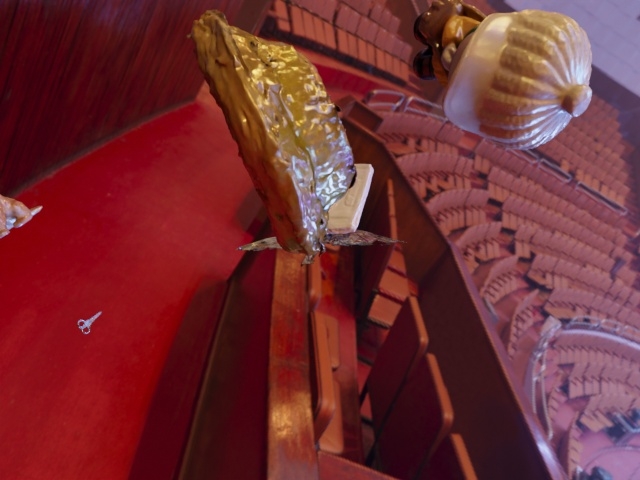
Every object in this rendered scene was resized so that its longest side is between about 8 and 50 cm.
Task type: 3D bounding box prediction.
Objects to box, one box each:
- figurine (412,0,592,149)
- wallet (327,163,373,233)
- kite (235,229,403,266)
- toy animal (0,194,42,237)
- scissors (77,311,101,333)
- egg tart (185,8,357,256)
[{"bbox_3d":[0.259,-0.263,0.742,0.205,0.185,0.332,-6,36,5],"label":"figurine"},{"bbox_3d":[0.040,-0.096,1.088,0.124,0.032,0.182,5,57,24],"label":"wallet"},{"bbox_3d":[0.000,-0.001,1.189,0.406,0.014,0.368,-3,15,9],"label":"kite"},{"bbox_3d":[-0.856,-0.114,1.327,0.185,0.104,0.184,57,26,-20],"label":"toy animal"},{"bbox_3d":[-0.532,0.185,1.162,0.036,0.006,0.083,58,18,-13],"label":"scissors"},{"bbox_3d":[-0.061,-0.185,0.847,0.443,0.178,0.443,156,-90,-88],"label":"egg tart"}]
